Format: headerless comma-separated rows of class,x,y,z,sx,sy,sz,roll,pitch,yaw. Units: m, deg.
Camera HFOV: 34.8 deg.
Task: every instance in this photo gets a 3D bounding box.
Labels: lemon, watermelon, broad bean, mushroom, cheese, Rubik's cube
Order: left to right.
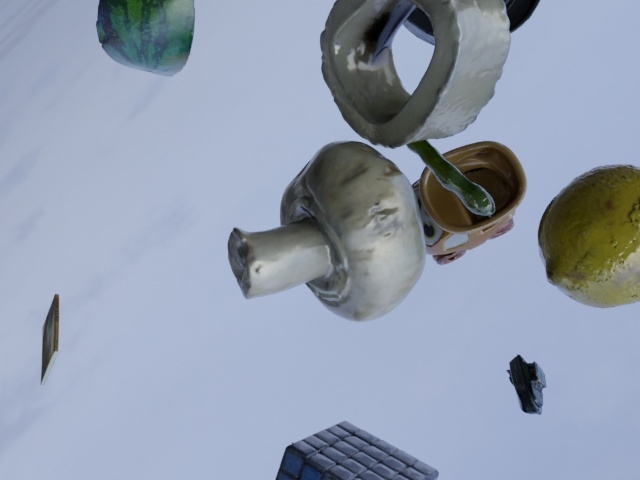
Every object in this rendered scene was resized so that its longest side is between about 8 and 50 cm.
watermelon,-0.307,-0.355,1.740,0.128,0.146,0.231,58,-36,38
mushroom,0.000,0.000,1.702,0.336,0.315,0.314,-15,-168,-28
Rubik's cube,0.051,0.513,1.928,0.236,0.238,0.237,26,-72,26
cheese,0.157,-0.328,1.742,0.153,0.292,0.332,-14,158,-40
broad bean,0.229,-0.137,1.894,0.052,0.256,0.052,-41,169,-1
lemon,0.536,-0.003,1.888,0.310,0.258,0.258,-34,-161,-26

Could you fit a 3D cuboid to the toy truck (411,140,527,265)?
toy truck,0.324,-0.088,2.330,0.288,0.204,0.211,-25,165,3

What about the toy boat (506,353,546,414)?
toy boat,0.361,0.256,1.764,0.060,0.055,0.141,-33,-158,17

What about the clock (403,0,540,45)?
clock,0.271,-0.524,1.960,0.325,0.325,0.067,-47,180,-10

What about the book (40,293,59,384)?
book,-0.600,0.219,2.261,0.118,0.012,0.172,-59,-150,35
